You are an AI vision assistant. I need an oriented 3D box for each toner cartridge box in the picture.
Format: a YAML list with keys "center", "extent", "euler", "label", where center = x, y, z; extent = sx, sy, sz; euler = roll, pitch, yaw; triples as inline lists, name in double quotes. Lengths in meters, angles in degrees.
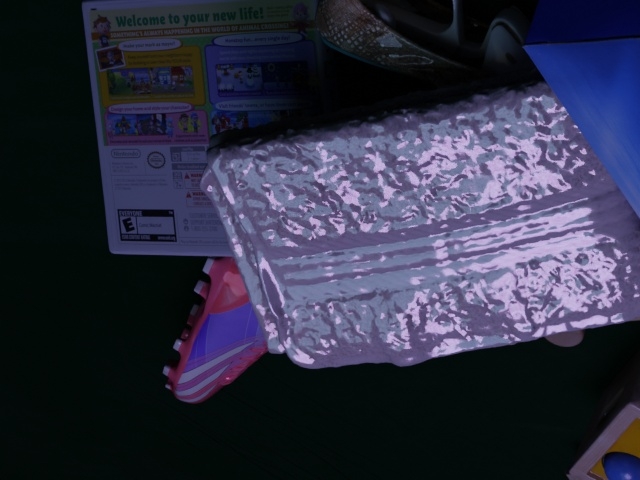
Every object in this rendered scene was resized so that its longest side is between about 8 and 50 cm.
- center: [0.275, -0.046, 1.228]
  extent: [0.165, 0.075, 0.348]
  euler: [1, 147, 37]
  label: "toner cartridge box"

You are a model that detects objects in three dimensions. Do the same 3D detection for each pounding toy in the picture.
- center: [0.249, 0.122, 1.497]
  extent: [0.206, 0.094, 0.181]
  euler: [28, 146, 1]
  label: "pounding toy"

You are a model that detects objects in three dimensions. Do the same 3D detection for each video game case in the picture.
- center: [-0.076, -0.084, 1.437]
  extent: [0.212, 0.023, 0.193]
  euler: [1, 101, 35]
  label: "video game case"

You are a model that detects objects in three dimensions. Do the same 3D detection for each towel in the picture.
- center: [0.073, -0.012, 1.314]
  extent: [0.282, 0.049, 0.187]
  euler: [-12, 119, 18]
  label: "towel"

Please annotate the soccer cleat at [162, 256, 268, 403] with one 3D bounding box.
- center: [-0.069, 0.077, 1.685]
  extent: [0.095, 0.083, 0.248]
  euler: [23, 143, 1]
  label: "soccer cleat"

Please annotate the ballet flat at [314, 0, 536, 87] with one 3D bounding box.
- center: [0.095, -0.129, 1.312]
  extent: [0.206, 0.073, 0.067]
  euler: [20, 131, 7]
  label: "ballet flat"

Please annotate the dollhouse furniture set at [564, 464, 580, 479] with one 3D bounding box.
- center: [0.384, 0.339, 1.611]
  extent: [0.303, 0.173, 0.355]
  euler: [-7, 132, 40]
  label: "dollhouse furniture set"
